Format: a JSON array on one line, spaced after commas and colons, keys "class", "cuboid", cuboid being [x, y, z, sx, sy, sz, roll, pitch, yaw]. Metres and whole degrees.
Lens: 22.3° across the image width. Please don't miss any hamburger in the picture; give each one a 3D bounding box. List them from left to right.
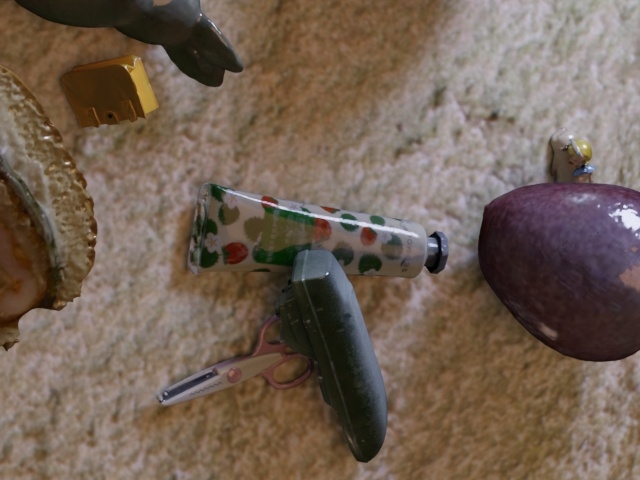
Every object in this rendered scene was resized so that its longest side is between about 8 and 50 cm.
[{"class": "hamburger", "cuboid": [-0.338, -0.076, 1.431, 0.162, 0.209, 0.330, -41, 143, -16]}]

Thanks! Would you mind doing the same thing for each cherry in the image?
[{"class": "cherry", "cuboid": [0.287, 0.032, 1.715, 0.266, 0.213, 0.184, 29, 64, 3]}]

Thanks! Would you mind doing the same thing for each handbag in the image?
[{"class": "handbag", "cuboid": [-0.201, -0.140, 1.541, 0.027, 0.083, 0.061, -49, 124, -52]}]

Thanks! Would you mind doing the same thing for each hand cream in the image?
[{"class": "hand cream", "cuboid": [0.000, 0.000, 1.671, 0.276, 0.059, 0.095, 5, 101, -21]}]

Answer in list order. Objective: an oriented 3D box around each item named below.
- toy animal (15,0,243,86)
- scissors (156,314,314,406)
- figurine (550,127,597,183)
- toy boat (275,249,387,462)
[{"class": "toy animal", "cuboid": [-0.179, -0.234, 1.524, 0.251, 0.127, 0.125, 32, 68, -37]}, {"class": "scissors", "cuboid": [-0.088, 0.134, 1.673, 0.176, 0.022, 0.085, -20, 113, -23]}, {"class": "figurine", "cuboid": [0.284, -0.082, 1.782, 0.047, 0.050, 0.083, -26, 110, -23]}, {"class": "toy boat", "cuboid": [0.014, 0.129, 1.680, 0.085, 0.078, 0.260, -11, 122, 12]}]
